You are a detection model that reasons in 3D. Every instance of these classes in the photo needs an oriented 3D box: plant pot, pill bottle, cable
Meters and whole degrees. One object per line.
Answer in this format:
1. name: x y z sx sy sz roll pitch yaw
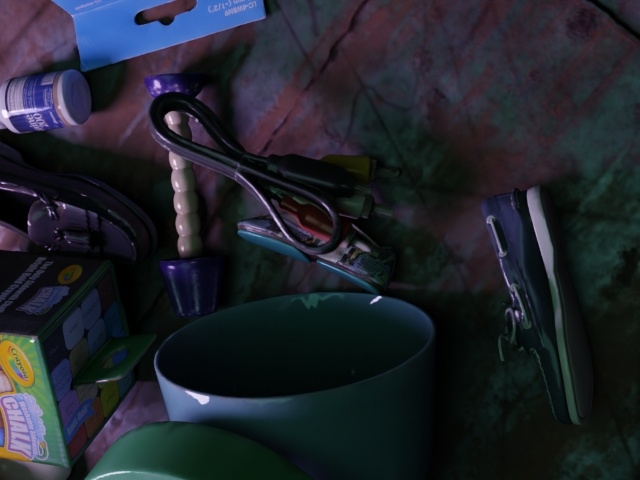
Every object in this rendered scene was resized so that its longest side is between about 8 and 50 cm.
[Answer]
1. plant pot: -0.012 0.213 1.656 0.293 0.293 0.235 -1 108 21
2. pill bottle: -0.336 -0.161 1.847 0.120 0.067 0.067 -6 94 22
3. cable: -0.063 -0.063 1.707 0.287 0.072 0.139 17 67 8

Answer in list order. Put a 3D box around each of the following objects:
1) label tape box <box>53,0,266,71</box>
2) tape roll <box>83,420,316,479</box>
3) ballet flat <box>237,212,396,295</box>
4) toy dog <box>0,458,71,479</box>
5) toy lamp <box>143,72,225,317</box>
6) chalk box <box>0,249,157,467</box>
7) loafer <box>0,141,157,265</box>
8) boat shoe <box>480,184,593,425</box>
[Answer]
1. label tape box: -0.225 -0.388 1.756 0.249 0.115 0.347 -13 89 22
2. tape roll: -0.099 0.324 1.556 0.321 0.077 0.321 16 132 19
3. ballet flat: 0.000 0.000 1.745 0.188 0.070 0.070 23 104 16
4. toy dog: -0.511 0.378 1.792 0.395 0.408 0.284 7 98 20
5. toy lamp: -0.152 -0.051 1.785 0.080 0.080 0.274 -2 93 22
6. chalk box: -0.328 0.132 1.792 0.289 0.180 0.179 6 121 22
7. loafer: -0.336 -0.032 1.834 0.302 0.095 0.109 24 132 20
8. boat shoe: 0.224 0.071 1.639 0.079 0.095 0.254 -14 89 21
